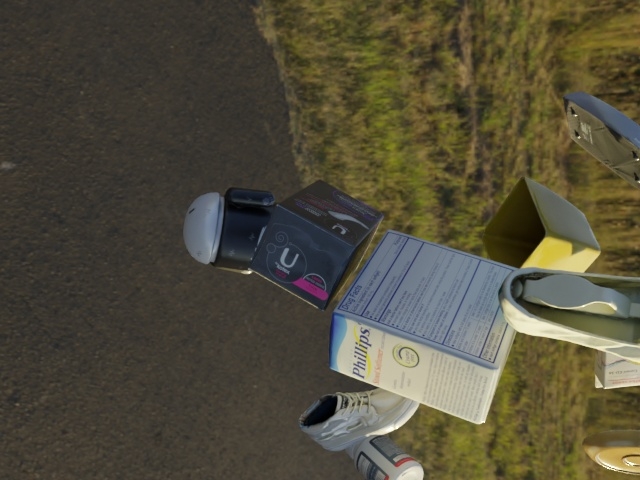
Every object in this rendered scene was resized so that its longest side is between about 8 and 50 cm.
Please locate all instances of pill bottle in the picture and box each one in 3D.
[{"bbox_3d":[0.141,0.513,1.604,0.108,0.180,0.108,-16,120,-31],"label":"pill bottle"}]

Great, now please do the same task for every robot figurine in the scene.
[{"bbox_3d":[-0.175,-0.018,1.595,0.173,0.278,0.209,-153,-108,-76],"label":"robot figurine"}]

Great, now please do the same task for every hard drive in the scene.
[{"bbox_3d":[0.655,-0.225,1.546,0.054,0.255,0.172,-38,140,1],"label":"hard drive"}]

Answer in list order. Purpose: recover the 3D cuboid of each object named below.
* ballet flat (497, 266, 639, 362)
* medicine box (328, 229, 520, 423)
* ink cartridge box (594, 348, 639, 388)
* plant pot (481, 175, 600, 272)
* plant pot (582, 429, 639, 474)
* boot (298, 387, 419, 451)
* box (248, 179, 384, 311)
[{"bbox_3d":[0.451,0.105,1.000,0.139,0.400,0.139,-21,114,-60],"label":"ballet flat"},{"bbox_3d":[0.197,0.142,1.240,0.263,0.289,0.149,-52,152,-47],"label":"medicine box"},{"bbox_3d":[0.715,0.277,1.625,0.067,0.115,0.198,-90,173,-65],"label":"ink cartridge box"},{"bbox_3d":[0.544,0.006,1.679,0.212,0.187,0.212,-93,-158,-46],"label":"plant pot"},{"bbox_3d":[0.690,0.463,1.487,0.236,0.236,0.032,55,39,-48],"label":"plant pot"},{"bbox_3d":[0.079,0.360,1.463,0.123,0.258,0.095,42,21,-39],"label":"boot"},{"bbox_3d":[0.000,0.000,1.330,0.143,0.165,0.270,-64,172,20],"label":"box"}]
